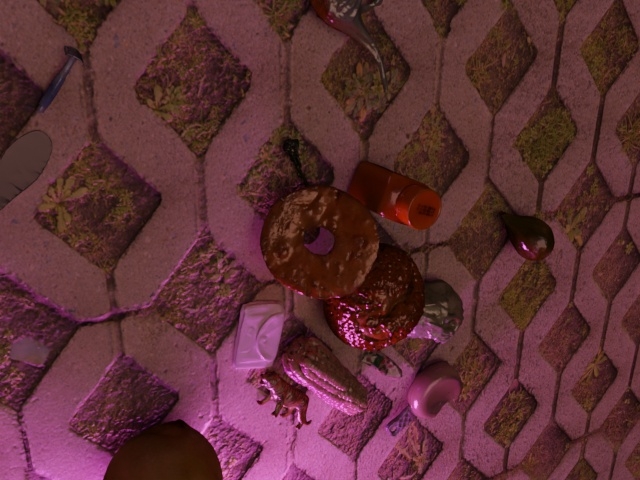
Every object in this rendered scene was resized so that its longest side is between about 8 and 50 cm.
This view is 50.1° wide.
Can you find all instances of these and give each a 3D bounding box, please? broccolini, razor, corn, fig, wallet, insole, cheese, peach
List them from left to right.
[{"bbox_3d":[-0.607,-0.117,1.328,0.232,0.003,0.080,-50,126,-5],"label":"insole"},{"bbox_3d":[-0.498,-0.299,1.299,0.040,0.068,0.135,29,104,-34],"label":"razor"},{"bbox_3d":[-0.368,0.599,1.593,0.281,0.314,0.316,8,108,0],"label":"peach"},{"bbox_3d":[-0.155,0.242,1.737,0.124,0.032,0.183,2,109,-30],"label":"wallet"},{"bbox_3d":[-0.042,-0.150,1.643,0.044,0.042,0.218,-32,124,-16],"label":"broccolini"},{"bbox_3d":[0.020,0.376,1.847,0.127,0.126,0.335,-47,128,-7],"label":"corn"},{"bbox_3d":[0.312,0.495,2.103,0.286,0.082,0.163,-42,124,-8],"label":"cheese"},{"bbox_3d":[0.622,-0.031,2.045,0.126,0.133,0.185,-20,121,18],"label":"fig"}]

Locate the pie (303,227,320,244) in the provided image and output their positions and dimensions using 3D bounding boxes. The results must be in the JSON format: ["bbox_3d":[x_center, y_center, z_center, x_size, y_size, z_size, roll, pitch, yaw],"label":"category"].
[{"bbox_3d":[-0.033,-0.029,1.711,0.085,0.017,0.085,-13,115,-29],"label":"pie"}]

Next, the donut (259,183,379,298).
[{"bbox_3d":[-0.002,-0.002,1.627,0.277,0.108,0.278,0,96,1],"label":"donut"}]

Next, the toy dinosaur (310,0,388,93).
[{"bbox_3d":[0.079,-0.519,1.537,0.205,0.092,0.393,-29,123,-19],"label":"toy dinosaur"}]

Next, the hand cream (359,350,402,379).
[{"bbox_3d":[0.184,0.362,2.000,0.165,0.037,0.057,38,87,-30],"label":"hand cream"}]

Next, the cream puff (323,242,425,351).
[{"bbox_3d":[0.149,0.153,1.778,0.302,0.212,0.303,-11,113,-26],"label":"cream puff"}]

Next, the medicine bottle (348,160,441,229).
[{"bbox_3d":[0.189,-0.107,1.689,0.149,0.222,0.112,16,100,-36],"label":"medicine bottle"}]

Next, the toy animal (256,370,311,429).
[{"bbox_3d":[-0.089,0.432,1.838,0.241,0.056,0.099,39,86,-36],"label":"toy animal"}]

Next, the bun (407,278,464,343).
[{"bbox_3d":[0.327,0.220,1.970,0.212,0.126,0.204,-23,118,-21],"label":"bun"}]
